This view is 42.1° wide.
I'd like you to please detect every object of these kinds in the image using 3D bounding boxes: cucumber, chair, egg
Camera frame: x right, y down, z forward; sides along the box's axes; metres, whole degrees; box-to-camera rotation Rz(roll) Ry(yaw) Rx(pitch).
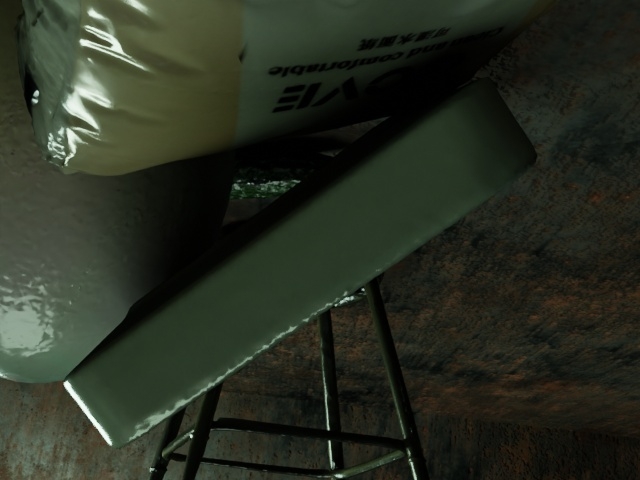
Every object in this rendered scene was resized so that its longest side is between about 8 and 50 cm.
[{"bbox_3d":[-0.094,-0.080,1.017,0.294,0.067,0.067,-3,157,21],"label":"cucumber"},{"bbox_3d":[-0.059,0.217,1.280,0.365,0.409,0.362,10,155,-17],"label":"chair"},{"bbox_3d":[-0.266,-0.032,0.810,0.355,0.339,0.354,5,158,2],"label":"egg"}]

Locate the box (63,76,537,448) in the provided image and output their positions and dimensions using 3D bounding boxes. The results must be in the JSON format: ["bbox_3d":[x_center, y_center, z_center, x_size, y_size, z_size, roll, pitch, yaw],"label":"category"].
[{"bbox_3d":[0.000,0.000,0.705,0.373,0.090,0.367,-36,-179,11],"label":"box"}]

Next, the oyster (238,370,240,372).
[{"bbox_3d":[-0.214,0.142,1.484,0.111,0.204,0.396,-28,153,9],"label":"oyster"}]

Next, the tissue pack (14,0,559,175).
[{"bbox_3d":[-0.005,-0.187,0.546,0.376,0.195,0.390,-9,165,-20],"label":"tissue pack"}]
